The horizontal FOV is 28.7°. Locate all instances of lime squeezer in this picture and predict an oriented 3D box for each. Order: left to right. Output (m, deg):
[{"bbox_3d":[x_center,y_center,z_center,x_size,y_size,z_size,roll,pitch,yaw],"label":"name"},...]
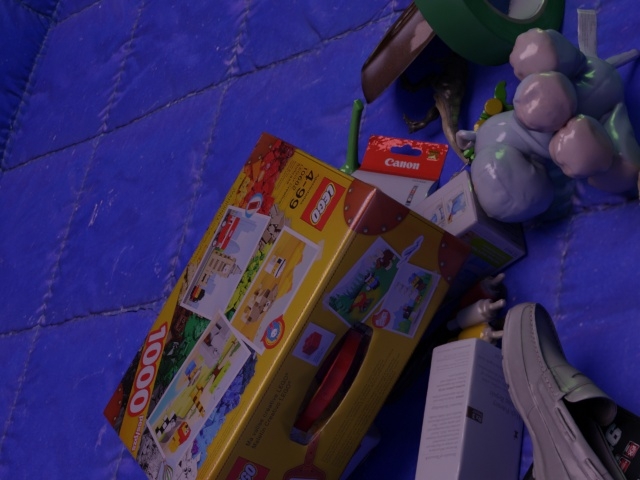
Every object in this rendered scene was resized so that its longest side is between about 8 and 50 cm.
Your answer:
[{"bbox_3d":[0.017,-0.115,2.144,0.059,0.110,0.310,-36,-5,-34],"label":"lime squeezer"}]

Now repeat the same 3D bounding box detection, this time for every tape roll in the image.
[{"bbox_3d":[0.244,-0.427,1.891,0.077,0.321,0.321,-21,50,43],"label":"tape roll"}]

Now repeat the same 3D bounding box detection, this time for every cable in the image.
[{"bbox_3d":[0.169,0.134,1.798,0.287,0.072,0.140,-30,39,36],"label":"cable"}]

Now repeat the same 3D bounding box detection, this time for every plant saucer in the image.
[{"bbox_3d":[0.161,-0.359,2.065,0.311,0.050,0.310,-50,8,9],"label":"plant saucer"}]

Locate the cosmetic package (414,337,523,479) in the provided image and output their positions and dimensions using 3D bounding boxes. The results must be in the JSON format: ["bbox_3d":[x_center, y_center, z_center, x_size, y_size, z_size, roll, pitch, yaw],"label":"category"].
[{"bbox_3d":[0.198,0.256,1.633,0.085,0.117,0.231,-20,51,44],"label":"cosmetic package"}]

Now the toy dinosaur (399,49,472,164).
[{"bbox_3d":[0.191,-0.233,2.033,0.118,0.064,0.268,-8,58,22],"label":"toy dinosaur"}]

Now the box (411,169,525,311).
[{"bbox_3d":[0.182,0.010,1.832,0.203,0.114,0.103,-36,40,31],"label":"box"}]

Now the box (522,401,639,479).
[{"bbox_3d":[0.323,0.304,1.494,0.220,0.051,0.175,-59,34,0],"label":"box"}]

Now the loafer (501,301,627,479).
[{"bbox_3d":[0.295,0.203,1.472,0.111,0.112,0.320,-32,50,26],"label":"loafer"}]

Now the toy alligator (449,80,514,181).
[{"bbox_3d":[0.257,-0.153,1.917,0.051,0.056,0.190,25,85,15],"label":"toy alligator"}]

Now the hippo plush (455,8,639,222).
[{"bbox_3d":[0.284,-0.160,1.711,0.236,0.234,0.294,-32,39,38],"label":"hippo plush"}]

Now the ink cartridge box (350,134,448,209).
[{"bbox_3d":[0.113,-0.091,2.006,0.145,0.045,0.179,10,72,25],"label":"ink cartridge box"}]

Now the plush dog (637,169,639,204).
[{"bbox_3d":[0.465,-0.088,1.511,0.225,0.210,0.263,118,159,-50],"label":"plush dog"}]

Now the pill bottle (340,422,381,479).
[{"bbox_3d":[-0.005,0.325,1.845,0.180,0.108,0.108,-52,35,11],"label":"pill bottle"}]

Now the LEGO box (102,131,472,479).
[{"bbox_3d":[-0.063,0.137,1.787,0.500,0.193,0.372,-60,31,1],"label":"LEGO box"}]
